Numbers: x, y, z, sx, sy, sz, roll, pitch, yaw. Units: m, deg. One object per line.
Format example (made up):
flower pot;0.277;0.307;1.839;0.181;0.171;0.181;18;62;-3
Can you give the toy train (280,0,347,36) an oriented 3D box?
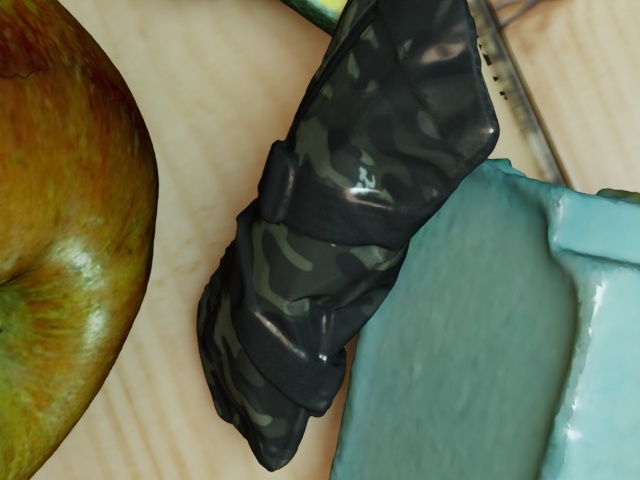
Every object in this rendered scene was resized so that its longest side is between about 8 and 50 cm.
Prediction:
toy train;-0.066;-0.305;0.660;0.442;0.179;0.272;35;103;2

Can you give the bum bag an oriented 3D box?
bum bag;0.000;0.000;0.625;0.340;0.095;0.144;-60;35;35

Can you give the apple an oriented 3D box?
apple;-0.289;-0.014;0.635;0.374;0.374;0.384;24;111;12

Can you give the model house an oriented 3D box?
model house;0.172;0.110;0.624;0.249;0.230;0.280;9;97;-26
